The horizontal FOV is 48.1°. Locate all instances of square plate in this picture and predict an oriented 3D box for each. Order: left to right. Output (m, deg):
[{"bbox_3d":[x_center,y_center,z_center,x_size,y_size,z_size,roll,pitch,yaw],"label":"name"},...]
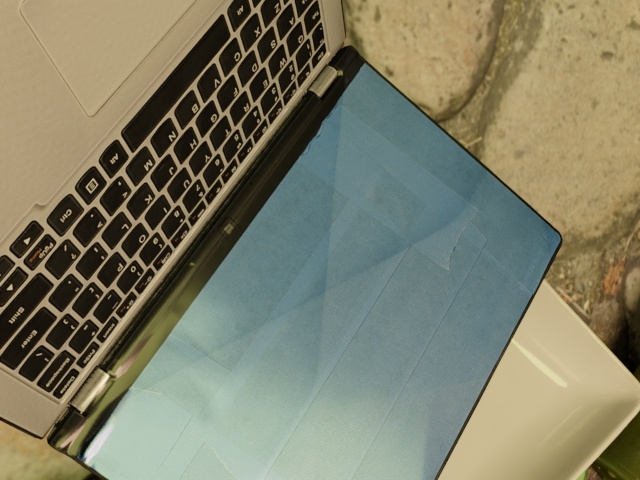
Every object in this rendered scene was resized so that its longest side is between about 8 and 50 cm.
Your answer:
[{"bbox_3d":[0.049,0.116,0.609,0.347,0.049,0.344,-39,83,-19],"label":"square plate"}]

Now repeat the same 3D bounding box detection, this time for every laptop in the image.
[{"bbox_3d":[0.000,0.000,0.449,0.382,0.236,0.408,-56,159,-21],"label":"laptop"}]

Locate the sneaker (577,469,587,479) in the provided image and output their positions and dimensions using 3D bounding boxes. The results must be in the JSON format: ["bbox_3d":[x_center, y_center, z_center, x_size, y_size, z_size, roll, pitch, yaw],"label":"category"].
[{"bbox_3d":[0.174,0.224,0.727,0.296,0.123,0.109,23,88,-30],"label":"sneaker"}]

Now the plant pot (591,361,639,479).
[{"bbox_3d":[0.514,0.210,0.816,0.353,0.366,0.366,-44,117,-4],"label":"plant pot"}]

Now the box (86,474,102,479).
[{"bbox_3d":[-0.127,0.342,0.553,0.143,0.165,0.270,-41,116,-19],"label":"box"}]
